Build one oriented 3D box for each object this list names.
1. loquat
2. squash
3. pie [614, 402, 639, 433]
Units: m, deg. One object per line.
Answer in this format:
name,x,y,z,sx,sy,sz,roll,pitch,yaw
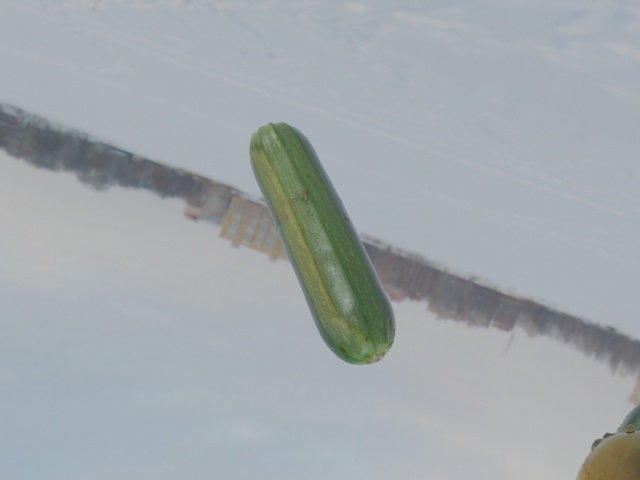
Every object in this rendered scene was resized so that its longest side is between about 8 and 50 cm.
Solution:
loquat,0.390,0.303,1.123,0.149,0.172,0.204,46,-174,-31
squash,0.000,0.000,0.768,0.066,0.066,0.228,19,-138,-58
pie,0.547,0.399,1.314,0.297,0.371,0.078,-3,158,-25
